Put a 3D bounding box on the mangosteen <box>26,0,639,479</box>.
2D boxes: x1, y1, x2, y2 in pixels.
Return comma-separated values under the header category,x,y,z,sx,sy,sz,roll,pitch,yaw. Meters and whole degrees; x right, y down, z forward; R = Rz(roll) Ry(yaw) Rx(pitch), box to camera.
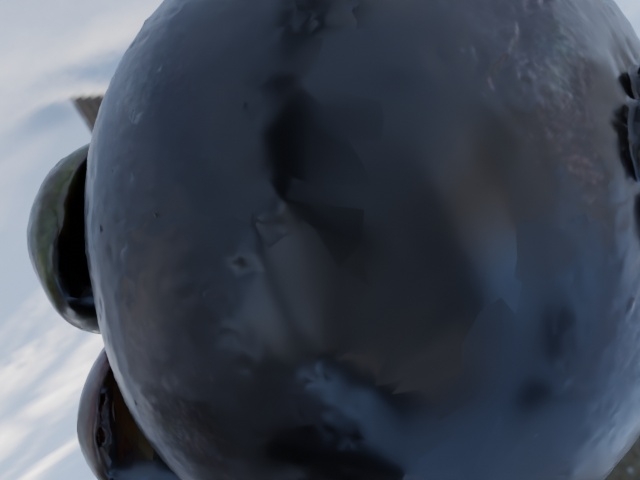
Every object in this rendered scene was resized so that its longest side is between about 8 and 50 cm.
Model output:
category,x,y,z,sx,sy,sz,roll,pitch,yaw
mangosteen,0.000,0.000,0.795,0.435,0.382,0.382,-11,-175,27
